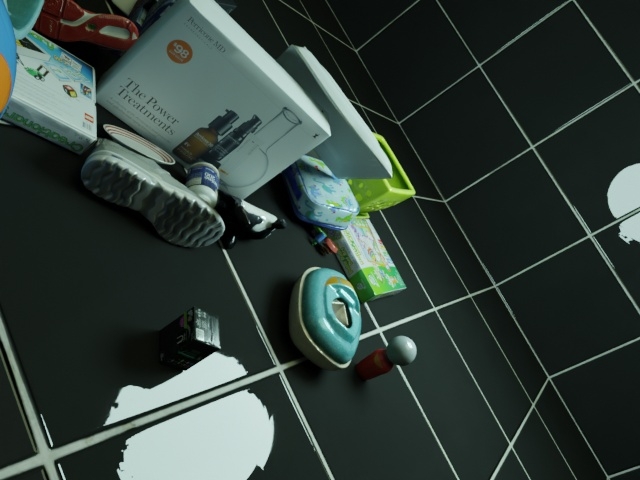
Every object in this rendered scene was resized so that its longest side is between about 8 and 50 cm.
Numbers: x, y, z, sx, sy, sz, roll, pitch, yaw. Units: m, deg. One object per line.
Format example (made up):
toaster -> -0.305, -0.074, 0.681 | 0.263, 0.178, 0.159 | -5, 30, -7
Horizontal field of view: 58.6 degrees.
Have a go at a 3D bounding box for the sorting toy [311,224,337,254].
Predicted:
sorting toy -> 0.000, 0.000, 1.504 | 0.102, 0.042, 0.061 | 51, 6, 18

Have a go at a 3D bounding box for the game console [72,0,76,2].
game console -> -0.535, -0.580, 1.166 | 0.144, 0.085, 0.124 | 37, 31, -36

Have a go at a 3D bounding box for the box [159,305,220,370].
box -> -0.202, 0.152, 0.881 | 0.052, 0.083, 0.062 | 32, 34, -40

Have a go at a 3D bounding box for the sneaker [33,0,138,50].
sneaker -> -0.477, -0.411, 1.106 | 0.221, 0.086, 0.128 | 14, 1, -28

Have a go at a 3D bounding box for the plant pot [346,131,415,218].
plant pot -> 0.121, -0.185, 1.740 | 0.228, 0.207, 0.227 | -3, 63, -63

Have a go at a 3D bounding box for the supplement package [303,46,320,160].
supplement package -> -0.036, -0.416, 1.768 | 0.293, 0.178, 0.175 | 50, 25, -16

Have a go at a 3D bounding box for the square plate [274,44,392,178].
square plate -> 0.008, -0.289, 1.340 | 0.347, 0.049, 0.344 | 51, -10, -16

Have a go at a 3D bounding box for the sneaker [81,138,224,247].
sneaker -> -0.280, -0.090, 1.013 | 0.281, 0.105, 0.115 | 39, 24, -38

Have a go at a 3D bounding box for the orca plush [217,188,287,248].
orca plush -> -0.153, -0.022, 1.152 | 0.151, 0.102, 0.287 | 23, -1, -6

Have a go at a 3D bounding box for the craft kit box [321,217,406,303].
craft kit box -> 0.129, 0.050, 1.655 | 0.247, 0.061, 0.249 | -5, 63, -60

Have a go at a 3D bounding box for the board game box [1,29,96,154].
board game box -> -0.501, -0.279, 0.898 | 0.305, 0.053, 0.192 | 29, 35, -46

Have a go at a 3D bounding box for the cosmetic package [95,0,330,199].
cosmetic package -> -0.207, -0.270, 1.150 | 0.377, 0.285, 0.097 | 37, 30, -35

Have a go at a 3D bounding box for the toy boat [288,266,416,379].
toy boat -> 0.069, 0.189, 1.257 | 0.318, 0.148, 0.267 | 44, 27, -24

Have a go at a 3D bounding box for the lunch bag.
lunch bag -> -0.007, -0.132, 1.534 | 0.176, 0.090, 0.218 | 12, 39, -34

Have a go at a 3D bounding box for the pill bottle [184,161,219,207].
pill bottle -> -0.239, -0.097, 1.140 | 0.067, 0.067, 0.120 | 39, 30, -34

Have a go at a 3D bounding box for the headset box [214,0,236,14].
headset box -> -0.395, -0.684, 1.496 | 0.246, 0.131, 0.283 | 55, 25, -2

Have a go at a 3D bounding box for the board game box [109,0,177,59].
board game box -> -0.359, -0.501, 1.241 | 0.060, 0.194, 0.194 | 37, 36, -35

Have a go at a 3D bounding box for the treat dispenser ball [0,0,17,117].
treat dispenser ball -> -0.471, -0.203, 0.578 | 0.288, 0.288, 0.288 | 42, 28, -29

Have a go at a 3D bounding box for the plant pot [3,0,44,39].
plant pot -> -0.527, -0.478, 0.713 | 0.335, 0.341, 0.341 | 14, 41, -19

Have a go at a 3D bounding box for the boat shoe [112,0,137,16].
boat shoe -> -0.436, -0.551, 1.352 | 0.184, 0.066, 0.063 | 40, -4, -22

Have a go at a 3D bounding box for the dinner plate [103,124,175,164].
dinner plate -> -0.338, -0.174, 1.062 | 0.141, 0.017, 0.141 | 31, 9, -5
